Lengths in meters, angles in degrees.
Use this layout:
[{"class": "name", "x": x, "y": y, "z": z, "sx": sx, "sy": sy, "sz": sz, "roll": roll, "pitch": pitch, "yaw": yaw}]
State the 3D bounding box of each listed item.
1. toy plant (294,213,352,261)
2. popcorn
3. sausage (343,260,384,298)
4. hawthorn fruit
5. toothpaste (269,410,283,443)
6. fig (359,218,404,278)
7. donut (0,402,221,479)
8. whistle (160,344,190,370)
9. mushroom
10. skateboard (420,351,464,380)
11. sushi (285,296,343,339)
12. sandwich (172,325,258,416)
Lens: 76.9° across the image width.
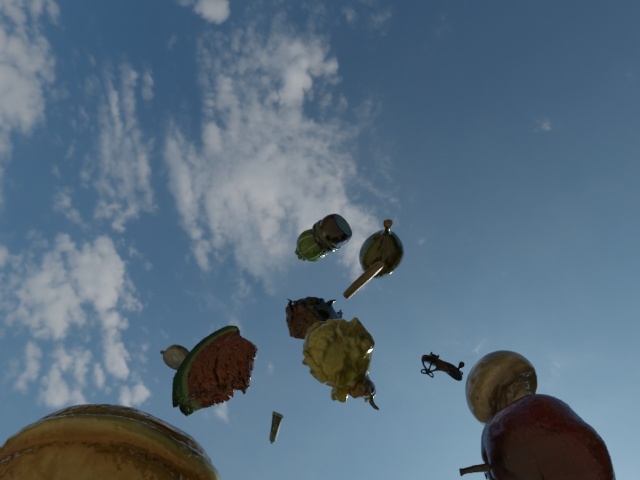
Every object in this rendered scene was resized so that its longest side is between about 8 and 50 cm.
[{"class": "toy plant", "x": 0.000, "y": 0.000, "z": 1.072, "sx": 0.162, "sy": 0.093, "sz": 0.093, "roll": -34, "pitch": -90, "yaw": 26}, {"class": "popcorn", "x": 0.046, "y": 0.275, "z": 0.914, "sx": 0.173, "sy": 0.168, "sz": 0.195, "roll": -14, "pitch": -98, "yaw": 45}, {"class": "sausage", "x": 0.106, "y": 0.097, "z": 0.997, "sx": 0.024, "sy": 0.024, "sz": 0.132, "roll": 45, "pitch": -71, "yaw": 4}, {"class": "hawthorn fruit", "x": 0.405, "y": 0.426, "z": 0.792, "sx": 0.265, "sy": 0.210, "sz": 0.230, "roll": -12, "pitch": -43, "yaw": 12}, {"class": "toothpaste", "x": -0.188, "y": 0.779, "z": 1.668, "sx": 0.049, "sy": 0.031, "sz": 0.204, "roll": 20, "pitch": -58, "yaw": 12}, {"class": "fig", "x": 0.189, "y": 0.004, "z": 1.274, "sx": 0.151, "sy": 0.151, "sz": 0.259, "roll": 6, "pitch": -42, "yaw": 16}, {"class": "donut", "x": -0.413, "y": 0.496, "z": 0.793, "sx": 0.448, "sy": 0.198, "sz": 0.449, "roll": -1, "pitch": -59, "yaw": -2}, {"class": "whistle", "x": -0.498, "y": 0.452, "z": 1.517, "sx": 0.219, "sy": 0.057, "sz": 0.107, "roll": 20, "pitch": -60, "yaw": 2}, {"class": "mushroom", "x": 0.484, "y": 0.393, "z": 1.011, "sx": 0.215, "sy": 0.207, "sz": 0.208, "roll": 29, "pitch": -66, "yaw": 51}, {"class": "skateboard", "x": 0.420, "y": 0.448, "z": 1.406, "sx": 0.151, "sy": 0.080, "sz": 0.067, "roll": 15, "pitch": -45, "yaw": 29}, {"class": "sushi", "x": 0.002, "y": 0.265, "z": 1.361, "sx": 0.149, "sy": 0.287, "sz": 0.140, "roll": -7, "pitch": -105, "yaw": 51}, {"class": "sandwich", "x": -0.225, "y": 0.286, "z": 0.904, "sx": 0.159, "sy": 0.235, "sz": 0.079, "roll": 2, "pitch": -65, "yaw": 0}]
